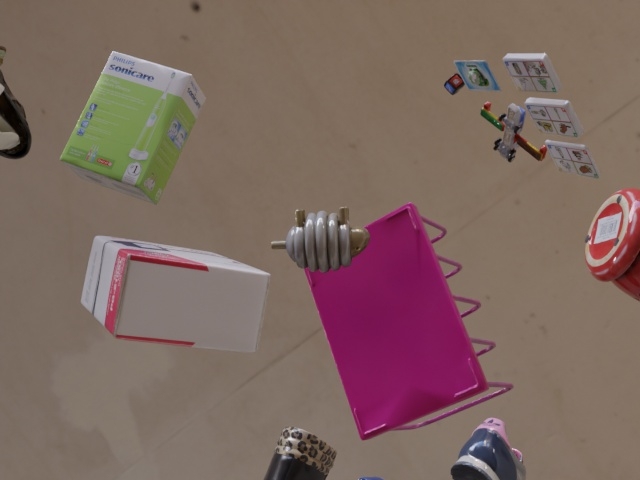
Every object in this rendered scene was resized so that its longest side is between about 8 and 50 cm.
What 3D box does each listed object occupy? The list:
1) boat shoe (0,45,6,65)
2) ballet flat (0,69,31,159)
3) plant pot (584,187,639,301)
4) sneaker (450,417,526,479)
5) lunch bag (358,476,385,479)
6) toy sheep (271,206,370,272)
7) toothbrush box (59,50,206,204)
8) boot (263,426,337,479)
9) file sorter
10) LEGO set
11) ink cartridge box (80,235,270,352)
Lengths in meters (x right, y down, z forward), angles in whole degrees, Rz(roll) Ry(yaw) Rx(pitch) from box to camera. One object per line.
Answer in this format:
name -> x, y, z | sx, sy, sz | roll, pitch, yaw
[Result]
boat shoe -> -0.637, -0.321, 1.426 | 0.190, 0.068, 0.072 | -3, -66, -59
ballet flat -> -0.434, -0.185, 1.025 | 0.095, 0.096, 0.280 | -32, -19, -4
plant pot -> 0.565, 0.014, 1.397 | 0.191, 0.174, 0.191 | -163, 90, -82
sneaker -> 0.337, 0.447, 1.433 | 0.112, 0.319, 0.131 | 5, 45, 38
lunch bag -> 0.137, 0.589, 1.877 | 0.065, 0.067, 0.098 | 9, 4, -38
toy sheep -> 0.000, 0.000, 1.076 | 0.132, 0.091, 0.091 | -3, 4, 9
toothbrush box -> -0.415, -0.252, 1.819 | 0.122, 0.206, 0.283 | 60, -131, -72
boot -> -0.063, 0.553, 1.657 | 0.377, 0.138, 0.284 | 69, -141, -62
file sorter -> 0.140, 0.130, 1.248 | 0.202, 0.291, 0.182 | -29, -23, 23
LEGO set -> 0.267, -0.179, 1.089 | 0.060, 0.182, 0.244 | -40, 24, -13
ink cartridge box -> -0.188, 0.061, 1.011 | 0.172, 0.100, 0.237 | 10, 1, -25
